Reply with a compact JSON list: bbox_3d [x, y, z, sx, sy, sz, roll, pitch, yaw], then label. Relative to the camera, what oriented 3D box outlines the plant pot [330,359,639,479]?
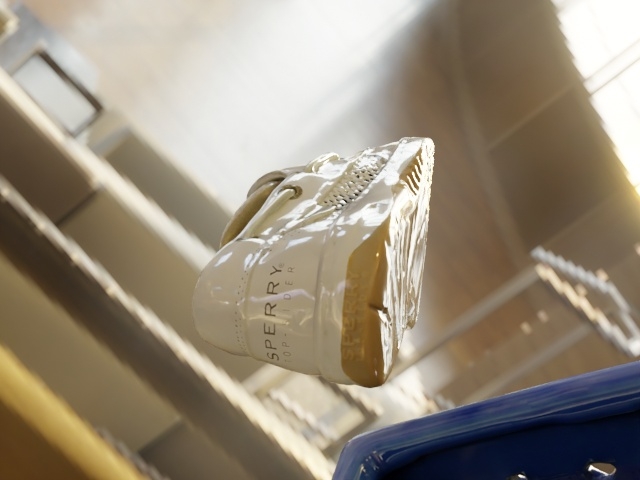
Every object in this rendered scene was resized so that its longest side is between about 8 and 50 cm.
[{"bbox_3d":[0.126,0.214,0.716,0.212,0.236,0.236,52,39,-27],"label":"plant pot"}]

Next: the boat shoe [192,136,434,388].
[{"bbox_3d":[0.000,0.000,0.782,0.277,0.096,0.098,-39,132,-79],"label":"boat shoe"}]
